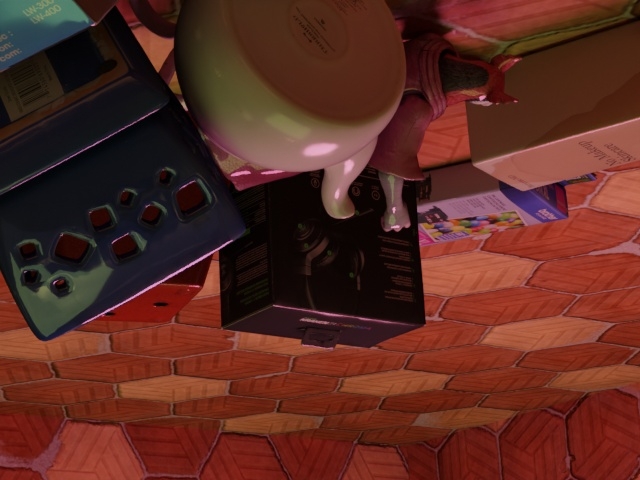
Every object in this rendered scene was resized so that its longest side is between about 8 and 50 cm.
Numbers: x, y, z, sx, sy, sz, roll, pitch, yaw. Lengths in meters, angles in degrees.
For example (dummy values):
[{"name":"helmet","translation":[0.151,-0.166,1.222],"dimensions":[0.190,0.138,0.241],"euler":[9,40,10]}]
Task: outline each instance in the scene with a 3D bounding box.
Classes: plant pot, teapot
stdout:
[{"name":"plant pot","translation":[-0.260,-0.031,1.918],"dimensions":[0.267,0.236,0.267],"euler":[3,161,-21]},{"name":"teapot","translation":[-0.055,-0.171,1.511],"dimensions":[0.252,0.256,0.187],"euler":[5,155,-34]},{"name":"plant pot","translation":[-0.237,-0.086,1.450],"dimensions":[0.236,0.236,0.212],"euler":[-28,133,-4]}]

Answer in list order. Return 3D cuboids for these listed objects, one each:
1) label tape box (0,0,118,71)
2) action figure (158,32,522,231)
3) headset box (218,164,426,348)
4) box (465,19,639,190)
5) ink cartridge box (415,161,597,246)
[{"name":"label tape box","translation":[-0.292,-0.189,1.237],"dimensions":[0.249,0.348,0.115],"euler":[-22,113,20]},{"name":"action figure","translation":[0.047,-0.176,1.689],"dimensions":[0.370,0.248,0.276],"euler":[-11,133,27]},{"name":"headset box","translation":[0.000,0.000,1.981],"dimensions":[0.246,0.283,0.131],"euler":[9,158,-34]},{"name":"box","translation":[0.340,-0.165,1.789],"dimensions":[0.311,0.121,0.148],"euler":[-16,159,33]},{"name":"ink cartridge box","translation":[0.232,-0.060,2.199],"dimensions":[0.311,0.065,0.186],"euler":[-14,160,25]}]
